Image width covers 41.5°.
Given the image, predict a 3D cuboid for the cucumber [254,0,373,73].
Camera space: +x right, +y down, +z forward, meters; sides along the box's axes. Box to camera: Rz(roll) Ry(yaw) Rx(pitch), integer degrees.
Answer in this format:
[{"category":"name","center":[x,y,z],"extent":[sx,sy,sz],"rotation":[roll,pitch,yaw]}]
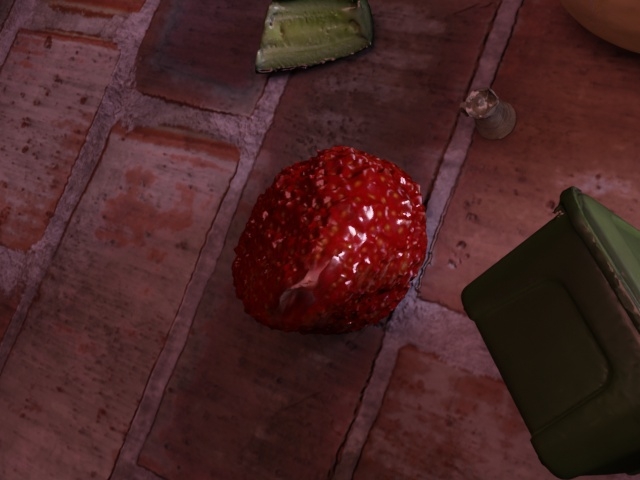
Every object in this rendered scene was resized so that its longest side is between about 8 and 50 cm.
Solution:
[{"category":"cucumber","center":[-0.014,-0.328,1.294],"extent":[0.193,0.086,0.115],"rotation":[-2,116,25]}]

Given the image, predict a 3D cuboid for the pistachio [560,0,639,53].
[{"category":"pistachio","center":[0.435,-0.333,0.991],"extent":[0.321,0.229,0.237],"rotation":[22,116,39]}]

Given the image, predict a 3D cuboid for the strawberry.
[{"category":"strawberry","center":[0.003,0.002,1.080],"extent":[0.261,0.258,0.261],"rotation":[-8,75,31]}]

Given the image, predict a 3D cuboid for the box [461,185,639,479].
[{"category":"box","center":[0.300,0.115,0.854],"extent":[0.178,0.329,0.252],"rotation":[-39,58,24]}]

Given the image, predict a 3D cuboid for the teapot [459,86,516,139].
[{"category":"teapot","center":[0.219,-0.172,1.120],"extent":[0.067,0.083,0.057],"rotation":[7,81,26]}]
